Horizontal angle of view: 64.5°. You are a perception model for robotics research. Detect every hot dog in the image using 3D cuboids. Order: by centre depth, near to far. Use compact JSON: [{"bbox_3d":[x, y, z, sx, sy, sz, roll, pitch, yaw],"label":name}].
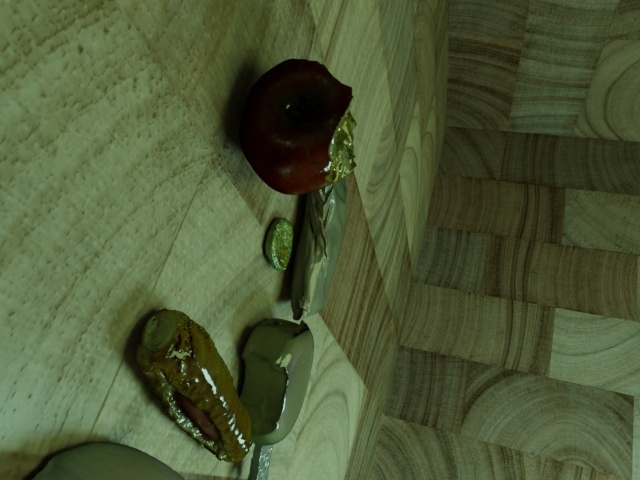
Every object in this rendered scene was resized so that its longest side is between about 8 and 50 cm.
[{"bbox_3d":[-0.129,0.179,0.583,0.289,0.068,0.083,77,21,-48],"label":"hot dog"}]

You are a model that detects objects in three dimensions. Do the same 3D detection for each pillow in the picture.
[{"bbox_3d":[0.000,0.000,0.893,0.173,0.067,0.270,13,87,-78],"label":"pillow"}]

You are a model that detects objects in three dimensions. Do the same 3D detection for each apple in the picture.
[{"bbox_3d":[-0.024,-0.134,0.633,0.158,0.147,0.156,43,24,-80],"label":"apple"}]

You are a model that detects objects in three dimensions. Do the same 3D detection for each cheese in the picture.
[{"bbox_3d":[-0.076,0.260,0.764,0.163,0.082,0.286,8,92,-72],"label":"cheese"}]

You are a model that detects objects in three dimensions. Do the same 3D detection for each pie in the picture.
[{"bbox_3d":[-0.062,0.006,0.776,0.084,0.021,0.084,5,90,-70],"label":"pie"}]

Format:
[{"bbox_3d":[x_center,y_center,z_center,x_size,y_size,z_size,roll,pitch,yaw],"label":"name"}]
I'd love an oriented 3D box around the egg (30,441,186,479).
[{"bbox_3d":[-0.148,0.317,0.434,0.206,0.162,0.270,-4,103,-71],"label":"egg"}]
